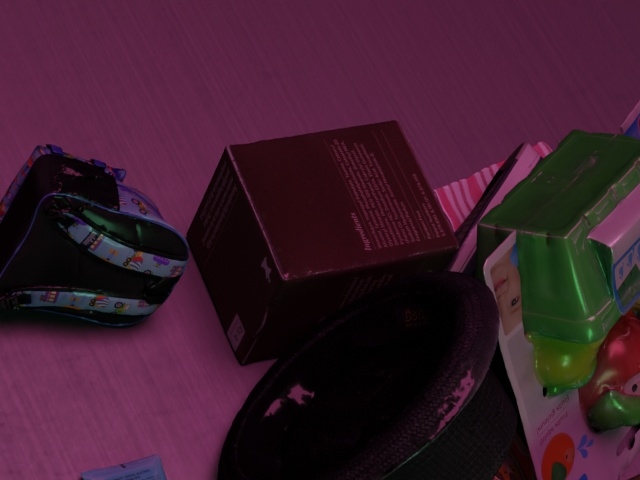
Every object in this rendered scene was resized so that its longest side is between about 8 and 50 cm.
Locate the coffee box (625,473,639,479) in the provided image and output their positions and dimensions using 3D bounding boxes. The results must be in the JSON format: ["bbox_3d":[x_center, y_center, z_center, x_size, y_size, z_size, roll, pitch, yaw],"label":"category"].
[{"bbox_3d":[0.316,0.391,1.853,0.119,0.168,0.297,-19,65,-31],"label":"coffee box"}]

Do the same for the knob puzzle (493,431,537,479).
[{"bbox_3d":[0.143,0.240,1.979,0.213,0.030,0.213,10,54,-15],"label":"knob puzzle"}]

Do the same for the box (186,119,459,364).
[{"bbox_3d":[0.000,0.000,2.001,0.203,0.168,0.167,-10,61,-27],"label":"box"}]

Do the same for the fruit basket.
[{"bbox_3d":[0.298,0.081,1.986,0.327,0.165,0.353,-41,121,-37],"label":"fruit basket"}]

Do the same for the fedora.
[{"bbox_3d":[0.064,0.184,1.848,0.152,0.334,0.334,46,48,-22],"label":"fedora"}]

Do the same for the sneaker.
[{"bbox_3d":[0.224,0.018,2.098,0.163,0.086,0.226,42,58,-4],"label":"sneaker"}]

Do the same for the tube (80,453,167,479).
[{"bbox_3d":[-0.149,0.291,1.824,0.080,0.052,0.207,-9,55,-31],"label":"tube"}]

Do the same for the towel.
[{"bbox_3d":[0.226,-0.028,2.196,0.197,0.029,0.144,-24,69,-32],"label":"towel"}]

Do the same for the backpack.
[{"bbox_3d":[-0.224,0.002,1.930,0.173,0.158,0.117,16,33,-27],"label":"backpack"}]
